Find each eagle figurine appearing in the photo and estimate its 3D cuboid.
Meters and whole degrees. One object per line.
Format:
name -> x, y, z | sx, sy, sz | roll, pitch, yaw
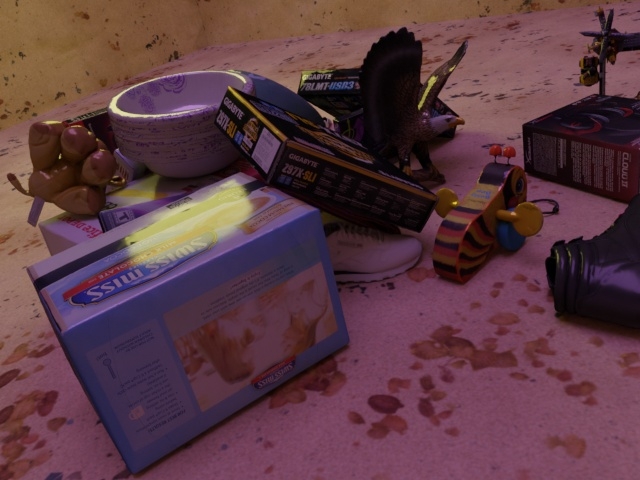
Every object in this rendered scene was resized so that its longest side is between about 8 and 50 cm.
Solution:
eagle figurine -> 0.198, -0.265, 1.271 | 0.225, 0.298, 0.226 | -3, 5, 9

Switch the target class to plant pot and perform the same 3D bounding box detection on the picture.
plant pot -> -0.158, -0.245, 1.487 | 0.290, 0.290, 0.195 | 14, 76, 42

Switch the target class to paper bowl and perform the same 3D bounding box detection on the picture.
paper bowl -> -0.260, -0.225, 1.209 | 0.284, 0.148, 0.284 | -4, 33, 3

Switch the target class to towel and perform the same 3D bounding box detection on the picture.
towel -> 0.013, -0.116, 1.192 | 0.237, 0.037, 0.329 | 23, 18, -20

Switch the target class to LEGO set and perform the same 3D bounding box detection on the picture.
LEGO set -> 0.702, -0.347, 1.265 | 0.331, 0.255, 0.192 | 9, 18, 24

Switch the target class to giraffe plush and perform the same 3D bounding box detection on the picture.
giraffe plush -> -0.456, -0.131, 1.166 | 0.210, 0.181, 0.170 | -43, 5, 21

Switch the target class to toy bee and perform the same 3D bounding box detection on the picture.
toy bee -> 0.281, -0.069, 1.028 | 0.195, 0.162, 0.298 | 1, 30, 29

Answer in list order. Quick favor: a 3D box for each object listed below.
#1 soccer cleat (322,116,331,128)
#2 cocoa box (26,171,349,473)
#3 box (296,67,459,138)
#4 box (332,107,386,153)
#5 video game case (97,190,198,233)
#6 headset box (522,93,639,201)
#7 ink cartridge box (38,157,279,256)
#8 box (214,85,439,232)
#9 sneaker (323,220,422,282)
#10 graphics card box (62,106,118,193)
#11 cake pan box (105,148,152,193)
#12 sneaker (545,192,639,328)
soccer cleat -> 0.016, -0.353, 1.819 | 0.029, 0.036, 0.083 | -8, 28, 11
cocoa box -> -0.173, 0.091, 0.847 | 0.347, 0.231, 0.228 | -27, 30, -24
box -> 0.144, -0.334, 1.509 | 0.293, 0.073, 0.295 | 9, -6, 40
box -> 0.096, -0.213, 1.382 | 0.116, 0.162, 0.029 | -25, 33, -21
video game case -> -0.207, 0.012, 1.033 | 0.274, 0.196, 0.026 | -16, -14, -30
headset box -> 0.569, -0.181, 1.160 | 0.218, 0.110, 0.293 | -24, 29, -21
ink cartridge box -> -0.298, -0.023, 1.199 | 0.384, 0.160, 0.279 | -33, 34, -34
box -> 0.007, -0.136, 1.039 | 0.322, 0.079, 0.257 | 16, 19, -35
sneaker -> 0.056, 0.013, 1.045 | 0.235, 0.095, 0.090 | -8, 24, 1
graphics card box -> -0.474, -0.271, 1.673 | 0.371, 0.233, 0.094 | -25, 25, -24
cake pan box -> -0.378, -0.160, 1.419 | 0.070, 0.267, 0.245 | 46, 50, 7
sneaker -> 0.407, 0.008, 0.880 | 0.146, 0.105, 0.296 | 7, 38, 25
